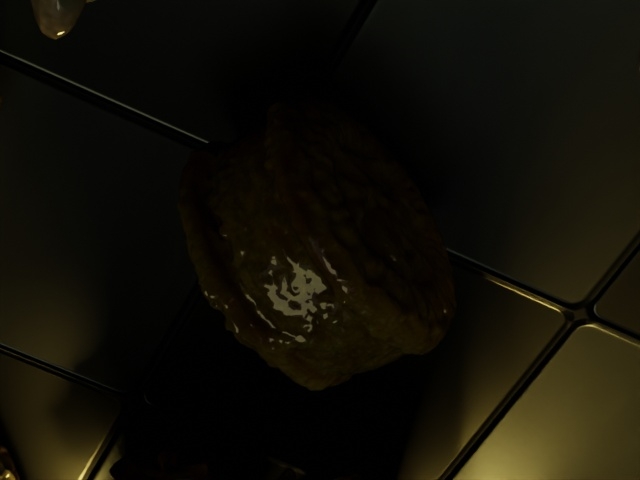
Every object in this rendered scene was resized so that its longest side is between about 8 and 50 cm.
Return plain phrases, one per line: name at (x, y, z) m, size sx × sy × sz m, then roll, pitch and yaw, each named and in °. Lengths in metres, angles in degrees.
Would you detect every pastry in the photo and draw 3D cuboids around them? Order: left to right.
pastry at (0.000, 0.000, 0.994) m, size 0.103 × 0.189 × 0.189 m, roll -30°, pitch 120°, yaw 23°

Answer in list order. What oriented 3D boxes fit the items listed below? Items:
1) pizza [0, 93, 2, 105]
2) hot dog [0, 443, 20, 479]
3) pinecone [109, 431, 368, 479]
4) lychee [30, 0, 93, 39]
pizza at (-0.409, -0.060, 0.982) m, size 0.406 × 0.130 × 0.440 m, roll -17°, pitch 113°, yaw 1°
hot dog at (-0.416, 0.321, 1.293) m, size 0.365 × 0.196 × 0.367 m, roll -2°, pitch 126°, yaw 13°
pinecone at (-0.078, 0.328, 1.166) m, size 0.397 × 0.398 × 0.398 m, roll 3°, pitch 129°, yaw 4°
lychee at (-0.100, -0.294, 0.649) m, size 0.380 × 0.380 × 0.432 m, roll 8°, pitch 117°, yaw 0°
